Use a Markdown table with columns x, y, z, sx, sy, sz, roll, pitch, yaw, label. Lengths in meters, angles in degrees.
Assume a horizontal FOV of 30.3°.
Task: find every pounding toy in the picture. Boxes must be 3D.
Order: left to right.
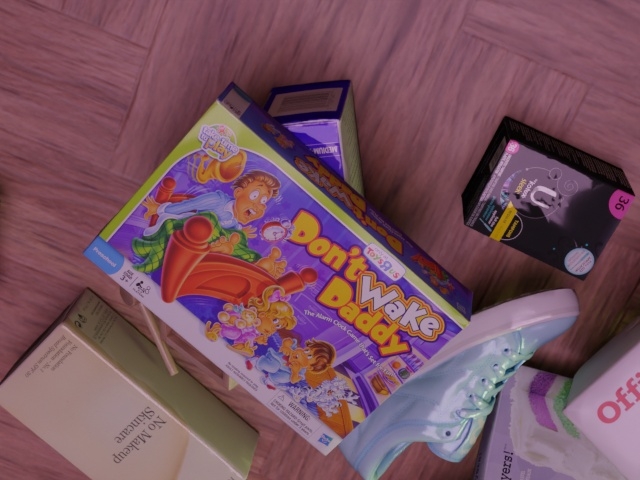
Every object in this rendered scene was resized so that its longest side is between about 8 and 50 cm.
| x | y | z | sx | sy | sz | roll | pitch | yaw | label |
| --- | --- | --- | --- | --- | --- | --- | --- | --- | --- |
| -0.152 | 0.088 | 1.482 | 0.206 | 0.094 | 0.181 | 33 | 138 | 30 | pounding toy |

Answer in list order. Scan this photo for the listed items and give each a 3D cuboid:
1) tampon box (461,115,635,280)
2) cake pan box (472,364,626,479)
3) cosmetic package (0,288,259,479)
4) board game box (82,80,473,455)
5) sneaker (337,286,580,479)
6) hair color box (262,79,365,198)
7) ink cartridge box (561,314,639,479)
| x | y | z | sx | sy | sz | roll | pitch | yaw | label |
| --- | --- | --- | --- | --- | --- | --- | --- | --- | --- |
| 0.263 | -0.051 | 1.387 | 0.161 | 0.101 | 0.120 | 24 | 112 | -4 | tampon box |
| 0.313 | 0.307 | 1.458 | 0.246 | 0.267 | 0.070 | 16 | 157 | 2 | cake pan box |
| -0.250 | 0.230 | 1.542 | 0.309 | 0.113 | 0.160 | 41 | 110 | -10 | cosmetic package |
| -0.044 | 0.035 | 1.265 | 0.347 | 0.078 | 0.233 | 41 | 112 | -8 | board game box |
| 0.176 | 0.184 | 1.450 | 0.366 | 0.135 | 0.150 | -32 | 77 | 27 | sneaker |
| 0.000 | 0.000 | 1.388 | 0.110 | 0.185 | 0.339 | -6 | 110 | 8 | hair color box |
| 0.511 | 0.225 | 1.326 | 0.395 | 0.166 | 0.285 | 46 | 107 | 8 | ink cartridge box |
